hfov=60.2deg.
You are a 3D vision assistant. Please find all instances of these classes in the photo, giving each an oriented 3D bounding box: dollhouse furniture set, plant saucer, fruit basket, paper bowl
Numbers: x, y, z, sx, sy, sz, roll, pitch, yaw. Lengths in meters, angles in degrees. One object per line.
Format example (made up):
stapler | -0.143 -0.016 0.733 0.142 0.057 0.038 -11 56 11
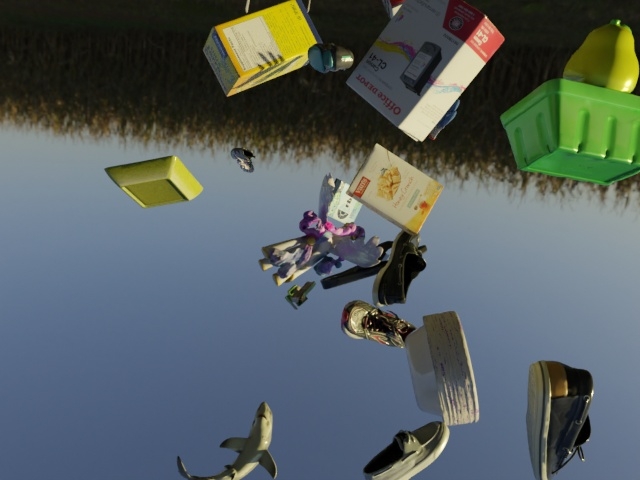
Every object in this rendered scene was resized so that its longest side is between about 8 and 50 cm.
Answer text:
dollhouse furniture set | -0.051 0.164 1.601 0.076 0.058 0.152 -42 -170 -19
plant saucer | -0.419 -0.137 1.407 0.188 0.045 0.188 -9 158 7
fruit basket | 0.702 -0.364 1.455 0.392 0.391 0.283 3 167 -14
paper bowl | 0.305 0.331 1.422 0.148 0.284 0.284 -12 -169 7

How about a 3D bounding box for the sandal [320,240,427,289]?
sandal | 0.204 0.079 2.187 0.446 0.107 0.167 -19 -179 3

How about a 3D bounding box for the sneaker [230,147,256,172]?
sneaker | -0.207 -0.233 1.594 0.069 0.038 0.098 -4 148 36

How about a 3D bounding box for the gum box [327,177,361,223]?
gum box | 0.099 -0.159 2.335 0.041 0.156 0.184 29 -176 43

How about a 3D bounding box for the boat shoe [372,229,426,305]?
boat shoe | 0.271 0.078 1.723 0.113 0.127 0.340 3 -146 30

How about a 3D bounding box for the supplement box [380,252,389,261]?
supplement box | 0.227 0.068 2.307 0.083 0.083 0.056 38 -175 25

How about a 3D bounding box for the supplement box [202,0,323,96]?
supplement box | -0.207 -0.693 1.980 0.357 0.194 0.195 -29 -175 -23

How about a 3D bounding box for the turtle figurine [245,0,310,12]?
turtle figurine | -0.102 -0.831 1.615 0.198 0.274 0.266 30 161 25

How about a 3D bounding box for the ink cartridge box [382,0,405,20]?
ink cartridge box | 0.215 -0.813 1.615 0.130 0.309 0.272 -22 174 10

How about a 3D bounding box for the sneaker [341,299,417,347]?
sneaker | 0.191 0.261 1.715 0.299 0.120 0.112 19 169 -32

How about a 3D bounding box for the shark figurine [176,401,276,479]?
shark figurine | -0.207 0.543 1.348 0.278 0.166 0.116 -33 161 -5

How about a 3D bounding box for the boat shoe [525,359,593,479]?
boat shoe | 0.643 0.505 1.491 0.156 0.500 0.186 -4 -140 13

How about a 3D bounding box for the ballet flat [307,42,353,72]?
ballet flat | 0.028 -0.437 1.319 0.074 0.074 0.203 2 -161 -19

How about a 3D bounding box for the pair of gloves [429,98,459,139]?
pair of gloves | 0.399 -0.436 1.876 0.023 0.159 0.198 24 -155 -24

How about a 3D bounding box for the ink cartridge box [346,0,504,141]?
ink cartridge box | 0.244 -0.431 1.327 0.131 0.306 0.226 15 -151 -53

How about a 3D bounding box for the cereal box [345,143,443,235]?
cereal box | 0.217 -0.149 1.615 0.240 0.173 0.047 31 168 -5

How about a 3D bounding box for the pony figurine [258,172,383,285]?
pony figurine | 0.000 0.000 1.690 0.364 0.302 0.351 -26 171 -14

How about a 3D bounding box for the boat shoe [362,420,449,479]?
boat shoe | 0.194 0.479 1.254 0.227 0.081 0.079 -36 -161 -14
